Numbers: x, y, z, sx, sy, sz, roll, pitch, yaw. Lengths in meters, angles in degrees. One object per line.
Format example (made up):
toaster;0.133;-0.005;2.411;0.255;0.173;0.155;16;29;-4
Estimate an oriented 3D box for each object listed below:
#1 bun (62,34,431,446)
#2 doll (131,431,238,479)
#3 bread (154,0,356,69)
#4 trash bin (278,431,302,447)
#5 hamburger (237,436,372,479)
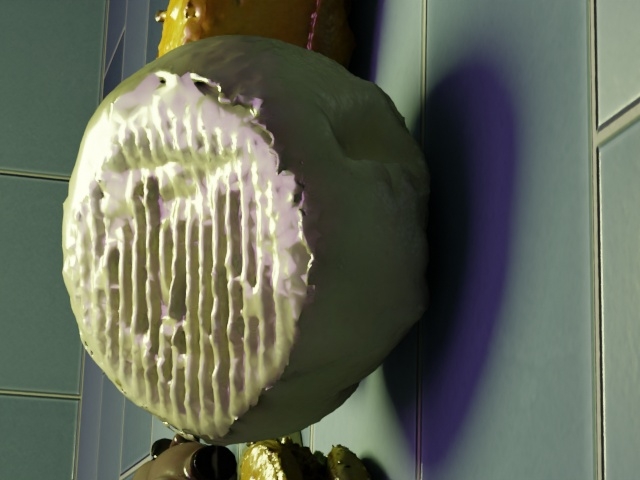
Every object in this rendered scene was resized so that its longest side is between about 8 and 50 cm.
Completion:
bun;-0.050;-0.004;1.336;0.359;0.211;0.360;8;102;42
doll;-0.162;0.310;1.912;0.257;0.117;0.182;130;144;-65
bread;-0.067;-0.194;1.573;0.179;0.194;0.340;-138;58;-81
trash bin;-0.049;0.228;1.662;0.061;0.043;0.092;-100;25;-48
hamburger;-0.012;0.255;1.391;0.185;0.113;0.177;116;151;-72
